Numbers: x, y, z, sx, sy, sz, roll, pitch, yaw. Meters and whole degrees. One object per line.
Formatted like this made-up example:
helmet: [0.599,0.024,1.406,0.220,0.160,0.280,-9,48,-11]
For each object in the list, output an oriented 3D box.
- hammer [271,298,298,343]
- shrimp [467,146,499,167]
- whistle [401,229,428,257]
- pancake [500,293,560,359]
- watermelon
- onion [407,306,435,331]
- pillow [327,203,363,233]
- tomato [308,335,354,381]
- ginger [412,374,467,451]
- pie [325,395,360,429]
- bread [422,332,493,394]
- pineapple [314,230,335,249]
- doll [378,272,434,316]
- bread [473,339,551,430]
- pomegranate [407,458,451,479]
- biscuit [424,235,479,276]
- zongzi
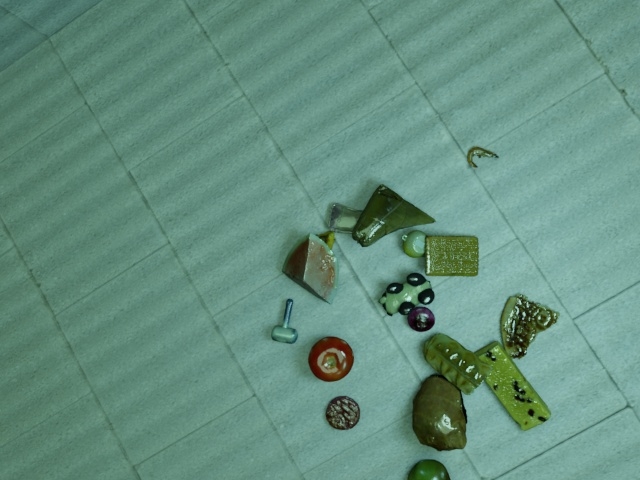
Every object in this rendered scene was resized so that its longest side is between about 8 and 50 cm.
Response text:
hammer: [-0.146,0.352,1.931,0.116,0.069,0.193,9,84,8]
shrimp: [0.693,-0.351,1.874,0.127,0.025,0.090,10,89,12]
whistle: [0.434,0.034,1.864,0.223,0.123,0.122,28,91,-14]
pancake: [0.867,0.348,1.821,0.245,0.057,0.265,-8,91,-2]
watermelon: [-0.037,0.112,1.872,0.256,0.176,0.259,17,85,8]
onion: [0.422,0.335,1.841,0.115,0.104,0.115,1,109,3]
pillow: [0.150,-0.081,1.920,0.233,0.038,0.130,13,82,3]
tomato: [0.045,0.501,1.863,0.196,0.136,0.194,0,87,4]
ginger: [0.470,0.702,1.762,0.201,0.223,0.268,-13,92,27]
pie: [0.098,0.747,1.897,0.155,0.036,0.154,0,88,8]
bread: [0.540,0.490,1.780,0.268,0.130,0.152,37,84,29]
pineapple: [0.000,0.000,1.925,0.114,0.077,0.114,12,85,21]
doll: [0.360,0.231,1.835,0.235,0.135,0.143,-28,76,5]
bread: [0.773,0.595,1.788,0.138,0.077,0.361,-38,84,21]
pomegranate: [0.436,0.986,1.759,0.180,0.210,0.179,3,98,20]
biscuit: [0.551,0.066,1.825,0.255,0.029,0.172,1,89,-17]
zongzi: [0.309,-0.052,1.838,0.300,0.145,0.273,31,75,-4]
